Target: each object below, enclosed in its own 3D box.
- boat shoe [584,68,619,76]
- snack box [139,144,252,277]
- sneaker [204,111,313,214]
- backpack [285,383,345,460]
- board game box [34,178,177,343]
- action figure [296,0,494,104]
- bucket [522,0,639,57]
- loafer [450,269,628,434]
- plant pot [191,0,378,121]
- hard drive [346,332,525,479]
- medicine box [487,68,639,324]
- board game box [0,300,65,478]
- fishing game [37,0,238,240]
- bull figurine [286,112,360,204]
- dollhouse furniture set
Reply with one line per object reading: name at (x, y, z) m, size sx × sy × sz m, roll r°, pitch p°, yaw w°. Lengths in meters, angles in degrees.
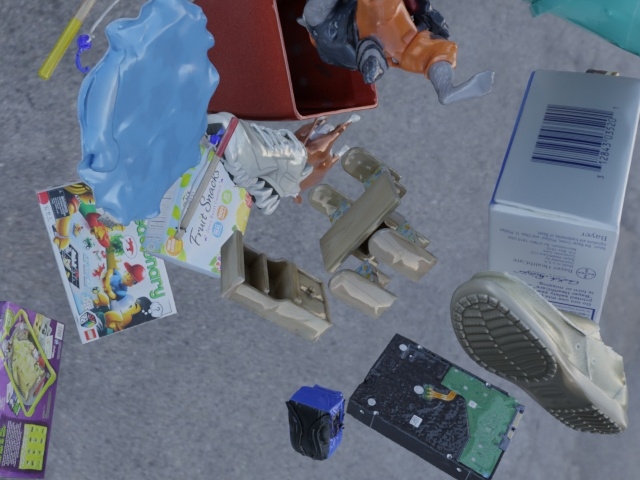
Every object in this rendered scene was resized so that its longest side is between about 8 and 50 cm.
boat shoe at (0.428, -0.222, 1.084) m, size 0.056 × 0.049 × 0.152 m, roll -51°, pitch 156°, yaw -6°
snack box at (-0.215, -0.052, 1.269) m, size 0.174 × 0.070 × 0.207 m, roll 27°, pitch 72°, yaw -46°
sneaker at (-0.088, -0.132, 1.048) m, size 0.118 × 0.292 × 0.110 m, roll -31°, pitch 76°, yaw 3°
backpack at (0.000, 0.335, 1.287) m, size 0.101 × 0.097 × 0.120 m, roll -26°, pitch 123°, yaw -52°
board game box at (-0.412, 0.027, 1.363) m, size 0.192 × 0.053 × 0.306 m, roll -18°, pitch 106°, yaw -22°
action figure at (0.033, -0.294, 0.861) m, size 0.341 × 0.330 × 0.179 m, roll 38°, pitch 92°, yaw -23°
bucket at (0.339, -0.331, 0.723) m, size 0.281 × 0.183 × 0.281 m, roll -46°, pitch 154°, yaw -30°
loafer at (0.236, 0.108, 0.741) m, size 0.268 × 0.101 × 0.092 m, roll 43°, pitch 54°, yaw -27°
plant pot at (-0.082, -0.336, 1.224) m, size 0.267 × 0.235 × 0.267 m, roll -23°, pitch 105°, yaw -53°
hard drive at (0.258, 0.374, 1.556) m, size 0.237 × 0.338 × 0.064 m, roll -47°, pitch 155°, yaw -41°
medicine box at (0.328, -0.034, 0.959) m, size 0.289 × 0.149 × 0.264 m, roll 76°, pitch 32°, yaw -50°
board game box at (-0.643, 0.323, 1.490) m, size 0.208 × 0.056 × 0.347 m, roll 61°, pitch 27°, yaw -66°
fishing game at (-0.139, -0.102, 0.561) m, size 0.264 × 0.041 × 0.189 m, roll 63°, pitch 47°, yaw -68°
bull figurine at (-0.014, -0.196, 1.602) m, size 0.101 × 0.310 × 0.188 m, roll 44°, pitch 76°, yaw 3°
dollhouse furniture set at (0.000, 0.000, 0.938) m, size 0.161 × 0.242 × 0.212 m, roll 31°, pitch 26°, yaw -27°
